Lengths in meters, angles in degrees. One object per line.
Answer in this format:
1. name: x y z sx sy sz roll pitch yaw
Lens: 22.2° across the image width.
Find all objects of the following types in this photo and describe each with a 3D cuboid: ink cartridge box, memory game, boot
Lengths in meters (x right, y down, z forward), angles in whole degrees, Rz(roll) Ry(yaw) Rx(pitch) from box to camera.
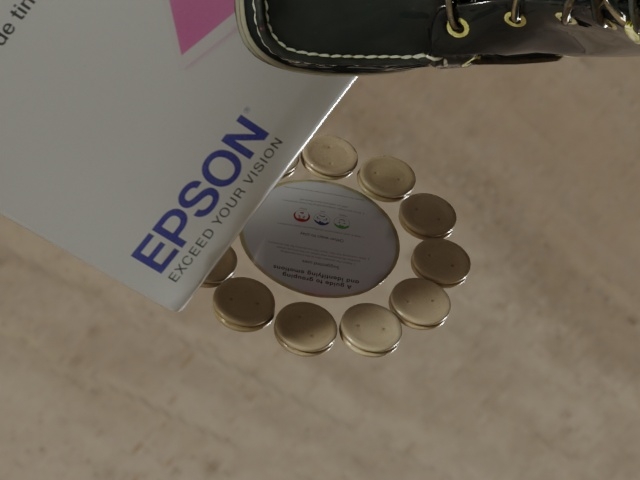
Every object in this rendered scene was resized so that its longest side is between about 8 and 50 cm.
1. ink cartridge box: -0.103 -0.169 0.782 0.330 0.324 0.071 32 -170 -34
2. memory game: 0.000 0.000 0.984 0.186 0.012 0.186 7 -135 -7
3. boot: 0.093 -0.109 0.661 0.178 0.236 0.085 -140 43 -73
